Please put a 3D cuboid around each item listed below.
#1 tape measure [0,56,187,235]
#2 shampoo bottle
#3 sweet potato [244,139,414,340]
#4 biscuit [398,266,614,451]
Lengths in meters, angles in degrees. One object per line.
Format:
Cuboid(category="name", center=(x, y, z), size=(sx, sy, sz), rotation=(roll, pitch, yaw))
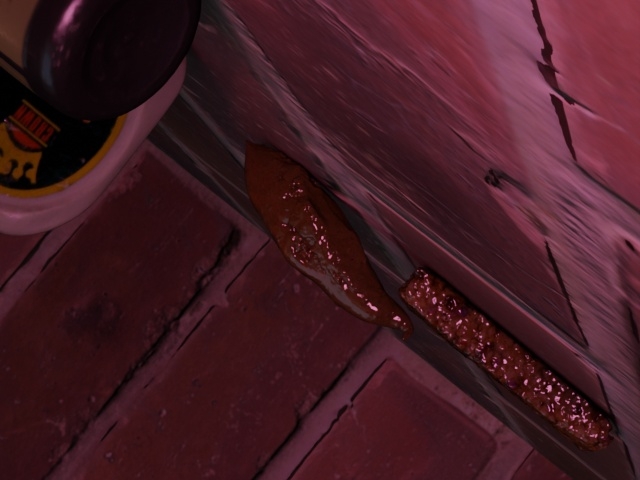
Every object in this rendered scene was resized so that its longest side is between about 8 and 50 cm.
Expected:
Cuboid(category="tape measure", center=(-0.223, -0.119, 1.266), size=(0.115, 0.207, 0.235), rotation=(40, 180, 42))
Cuboid(category="shampoo bottle", center=(-0.188, -0.172, 1.013), size=(0.284, 0.101, 0.101), rotation=(37, 176, 29))
Cuboid(category="sweet potato", center=(0.000, 0.000, 1.497), size=(0.206, 0.060, 0.068), rotation=(50, 162, 11))
Cuboid(category="biscuit", center=(0.142, 0.093, 1.492), size=(0.199, 0.034, 0.064), rotation=(40, 178, 0))
